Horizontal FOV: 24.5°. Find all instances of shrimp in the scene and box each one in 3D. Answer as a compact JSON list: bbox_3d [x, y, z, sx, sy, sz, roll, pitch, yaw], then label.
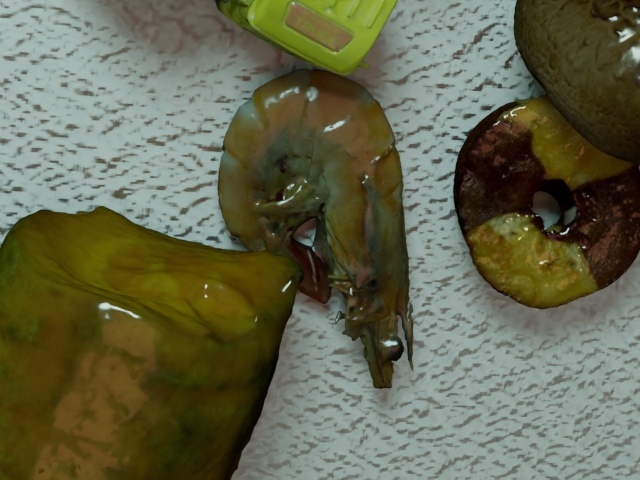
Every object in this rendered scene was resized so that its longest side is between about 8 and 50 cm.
[{"bbox_3d":[0.000,0.000,1.216,0.152,0.063,0.287,-12,106,-5],"label":"shrimp"}]

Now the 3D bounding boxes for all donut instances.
[{"bbox_3d":[0.187,-0.039,1.236,0.166,0.073,0.184,-33,111,-1],"label":"donut"}]

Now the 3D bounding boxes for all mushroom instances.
[{"bbox_3d":[0.276,-0.157,1.145,0.253,0.253,0.153,4,141,-13],"label":"mushroom"}]

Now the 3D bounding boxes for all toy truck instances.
[{"bbox_3d":[0.037,-0.256,1.091,0.124,0.157,0.272,27,100,-18],"label":"toy truck"}]

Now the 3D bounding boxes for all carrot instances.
[{"bbox_3d":[-0.174,0.138,1.133,0.241,0.241,0.341,21,99,-17],"label":"carrot"}]
